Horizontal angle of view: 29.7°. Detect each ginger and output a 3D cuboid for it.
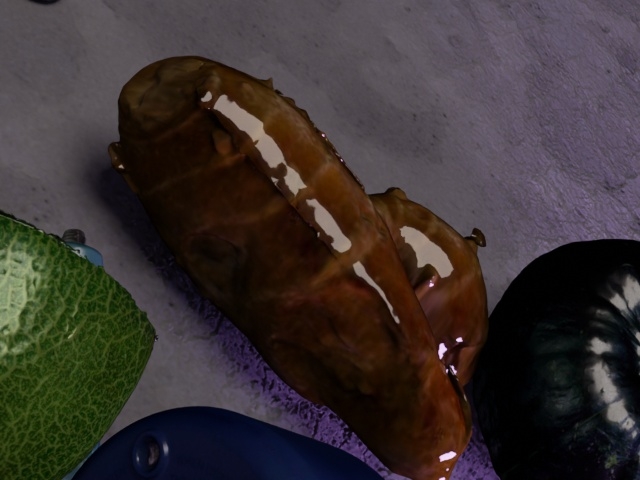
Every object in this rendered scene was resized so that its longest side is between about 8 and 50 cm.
[{"bbox_3d":[0.000,0.000,1.050,0.418,0.176,0.254,46,33,-7],"label":"ginger"}]

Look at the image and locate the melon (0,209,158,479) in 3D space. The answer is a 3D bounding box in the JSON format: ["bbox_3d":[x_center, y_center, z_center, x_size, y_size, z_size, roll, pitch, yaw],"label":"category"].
[{"bbox_3d":[-0.249,0.071,0.736,0.265,0.129,0.169,11,58,3],"label":"melon"}]

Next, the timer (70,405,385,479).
[{"bbox_3d":[0.020,0.264,0.844,0.383,0.270,0.270,16,49,-50],"label":"timer"}]

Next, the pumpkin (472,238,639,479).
[{"bbox_3d":[0.289,0.159,1.143,0.315,0.238,0.315,10,58,-15],"label":"pumpkin"}]

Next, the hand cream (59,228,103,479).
[{"bbox_3d":[-0.195,0.092,0.911,0.083,0.048,0.224,19,55,-30],"label":"hand cream"}]
